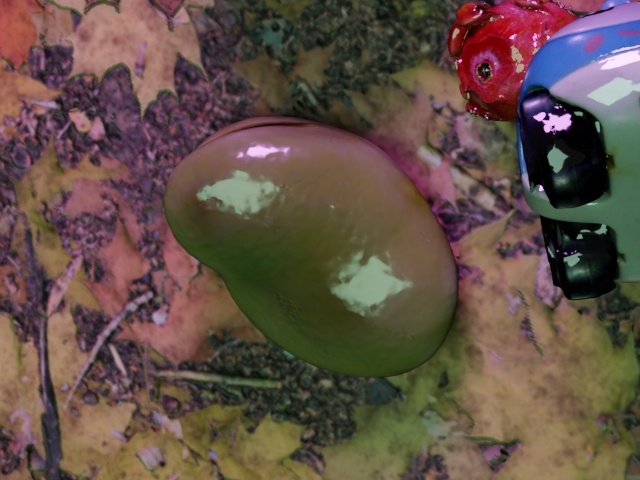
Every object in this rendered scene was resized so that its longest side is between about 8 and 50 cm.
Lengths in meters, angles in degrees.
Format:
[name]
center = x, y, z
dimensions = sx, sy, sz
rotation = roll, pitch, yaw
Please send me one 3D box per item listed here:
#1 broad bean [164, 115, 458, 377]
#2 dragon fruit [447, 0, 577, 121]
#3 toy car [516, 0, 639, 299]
[broad bean]
center = 0.000, 0.000, 1.567
dimensions = 0.263, 0.121, 0.189
rotation = 41, 110, -8
[dragon fruit]
center = 0.155, -0.136, 1.482
dimensions = 0.126, 0.068, 0.112
rotation = 42, 115, 9
[toy car]
center = 0.234, -0.083, 1.377
dimensions = 0.189, 0.255, 0.190
rotation = -13, 54, 7
